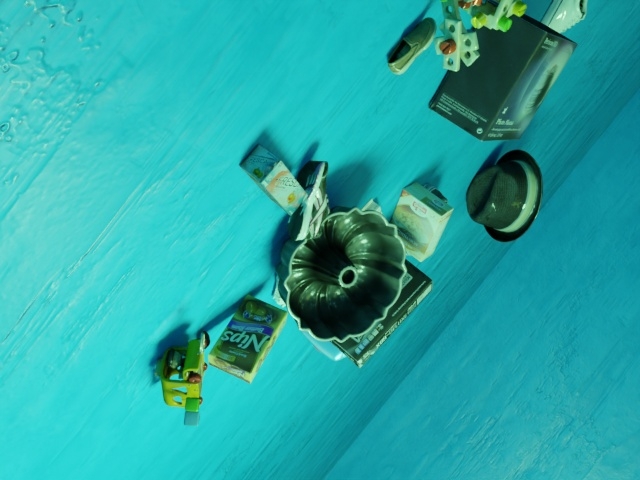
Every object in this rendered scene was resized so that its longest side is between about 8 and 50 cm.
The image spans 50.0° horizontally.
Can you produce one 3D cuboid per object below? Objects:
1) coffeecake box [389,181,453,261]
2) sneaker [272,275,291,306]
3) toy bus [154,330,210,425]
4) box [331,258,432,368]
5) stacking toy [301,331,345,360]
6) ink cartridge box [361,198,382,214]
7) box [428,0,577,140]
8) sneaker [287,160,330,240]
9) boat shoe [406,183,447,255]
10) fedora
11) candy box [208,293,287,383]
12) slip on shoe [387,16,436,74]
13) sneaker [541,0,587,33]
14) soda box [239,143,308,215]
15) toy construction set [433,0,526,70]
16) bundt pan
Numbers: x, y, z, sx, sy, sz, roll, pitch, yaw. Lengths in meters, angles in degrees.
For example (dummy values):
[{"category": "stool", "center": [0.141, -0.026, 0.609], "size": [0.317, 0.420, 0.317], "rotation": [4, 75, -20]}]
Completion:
[{"category": "coffeecake box", "center": [0.286, -0.054, 2.007], "size": [0.068, 0.142, 0.185], "rotation": [-31, 150, -40]}, {"category": "sneaker", "center": [-0.090, 0.128, 1.707], "size": [0.061, 0.054, 0.152], "rotation": [-43, 157, -12]}, {"category": "toy bus", "center": [-0.302, 0.281, 1.483], "size": [0.191, 0.104, 0.202], "rotation": [-135, -131, -85]}, {"category": "box", "center": [0.120, 0.157, 1.895], "size": [0.307, 0.242, 0.076], "rotation": [-45, 157, -12]}, {"category": "stacking toy", "center": [0.030, 0.290, 2.090], "size": [0.175, 0.166, 0.302], "rotation": [-46, 172, -20]}, {"category": "ink cartridge box", "center": [0.139, -0.073, 1.854], "size": [0.048, 0.028, 0.083], "rotation": [-47, 156, -9]}, {"category": "box", "center": [0.470, -0.421, 1.749], "size": [0.296, 0.183, 0.294], "rotation": [-15, 137, -55]}, {"category": "sneaker", "center": [-0.013, -0.085, 1.453], "size": [0.077, 0.072, 0.178], "rotation": [7, 108, -38]}, {"category": "boat shoe", "center": [0.331, -0.043, 2.157], "size": [0.108, 0.102, 0.301], "rotation": [-34, 152, -35]}, {"category": "fedora", "center": [0.616, -0.157, 2.384], "size": [0.153, 0.334, 0.334], "rotation": [2, 130, -25]}, {"category": "candy box", "center": [-0.164, 0.222, 1.569], "size": [0.053, 0.109, 0.186], "rotation": [99, 17, -52]}, {"category": "slip on shoe", "center": [0.188, -0.408, 1.421], "size": [0.135, 0.051, 0.041], "rotation": [-49, 146, 10]}, {"category": "sneaker", "center": [0.697, -0.641, 1.944], "size": [0.094, 0.091, 0.258], "rotation": [-31, 150, -39]}, {"category": "soda box", "center": [-0.087, -0.115, 1.331], "size": [0.058, 0.063, 0.183], "rotation": [-50, 157, -3]}, {"category": "toy construction set", "center": [0.325, -0.498, 1.430], "size": [0.327, 0.151, 0.215], "rotation": [-46, 160, -39]}, {"category": "bundt pan", "center": [0.037, 0.067, 1.623], "size": [0.331, 0.124, 0.330], "rotation": [-10, 111, -26]}]
